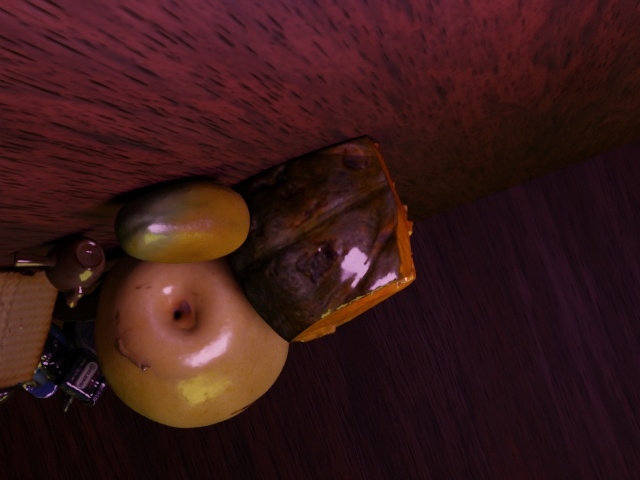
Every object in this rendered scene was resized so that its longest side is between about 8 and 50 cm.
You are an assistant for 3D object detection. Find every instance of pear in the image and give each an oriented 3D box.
[{"bbox_3d":[-0.196,0.129,1.837,0.309,0.309,0.309,-20,176,-2],"label":"pear"}]

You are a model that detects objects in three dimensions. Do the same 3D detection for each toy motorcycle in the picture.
[{"bbox_3d":[-0.509,0.230,2.265,0.125,0.212,0.358,-59,-164,-18],"label":"toy motorcycle"}]

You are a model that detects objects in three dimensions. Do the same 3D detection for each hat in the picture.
[{"bbox_3d":[-0.385,0.093,2.113,0.175,0.085,0.147,3,-173,-1],"label":"hat"}]

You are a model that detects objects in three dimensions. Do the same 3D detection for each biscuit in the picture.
[{"bbox_3d":[-0.425,0.117,1.641,0.029,0.172,0.254,16,-177,12],"label":"biscuit"}]

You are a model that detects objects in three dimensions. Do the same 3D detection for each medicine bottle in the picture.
[{"bbox_3d":[-0.451,0.191,2.468,0.141,0.141,0.293,-19,175,-15],"label":"medicine bottle"}]

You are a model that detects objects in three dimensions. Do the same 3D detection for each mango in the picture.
[{"bbox_3d":[-0.163,-0.020,1.430,0.130,0.092,0.195,-20,172,23],"label":"mango"}]

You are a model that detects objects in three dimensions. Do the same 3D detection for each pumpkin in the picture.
[{"bbox_3d":[0.000,0.000,1.682,0.256,0.225,0.303,-25,170,5],"label":"pumpkin"}]

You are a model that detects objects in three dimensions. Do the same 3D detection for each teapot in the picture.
[{"bbox_3d":[-0.325,0.035,1.526,0.110,0.085,0.080,8,157,-36],"label":"teapot"}]

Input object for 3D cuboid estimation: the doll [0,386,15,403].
[{"bbox_3d":[-0.688,0.291,2.258,0.235,0.174,0.330,5,-178,-19],"label":"doll"}]
